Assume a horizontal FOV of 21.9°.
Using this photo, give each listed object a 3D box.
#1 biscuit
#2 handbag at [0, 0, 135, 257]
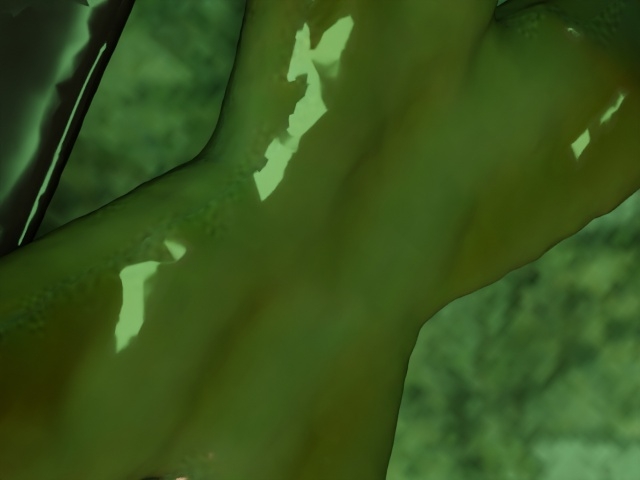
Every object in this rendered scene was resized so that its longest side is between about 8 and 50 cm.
[{"bbox_3d":[-0.001,-0.001,0.387,0.208,0.047,0.164,-53,127,-7],"label":"biscuit"},{"bbox_3d":[-0.143,-0.077,0.373,0.203,0.074,0.216,23,91,-10],"label":"handbag"}]
